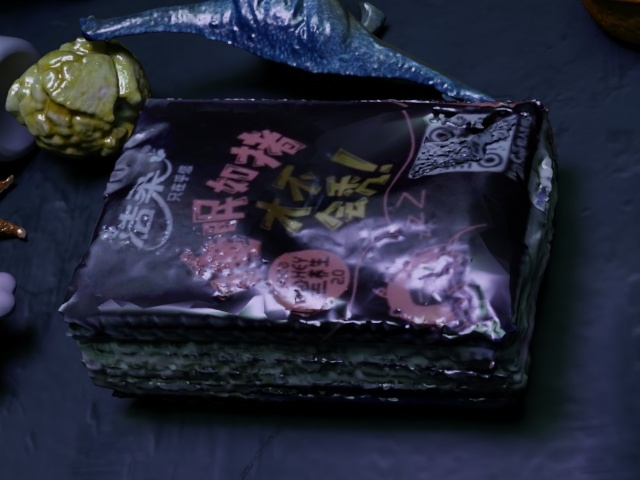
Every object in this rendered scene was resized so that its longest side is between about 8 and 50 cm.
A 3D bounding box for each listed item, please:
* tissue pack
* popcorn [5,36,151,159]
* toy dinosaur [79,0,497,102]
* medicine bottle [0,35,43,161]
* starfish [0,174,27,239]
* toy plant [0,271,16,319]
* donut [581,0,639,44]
[{"bbox_3d":[0.000,0.000,0.993,0.332,0.123,0.245,1,48,17],"label":"tissue pack"},{"bbox_3d":[-0.199,-0.116,1.172,0.116,0.120,0.106,-41,86,17],"label":"popcorn"},{"bbox_3d":[-0.014,-0.179,1.145,0.362,0.076,0.147,15,55,10],"label":"toy dinosaur"},{"bbox_3d":[-0.414,-0.149,1.263,0.351,0.110,0.110,10,57,26],"label":"medicine bottle"},{"bbox_3d":[-0.315,-0.009,1.162,0.133,0.041,0.130,-3,54,18],"label":"starfish"},{"bbox_3d":[-0.366,0.083,1.059,0.232,0.112,0.243,14,59,29],"label":"toy plant"},{"bbox_3d":[0.283,-0.229,1.101,0.174,0.075,0.190,-14,45,10],"label":"donut"}]
